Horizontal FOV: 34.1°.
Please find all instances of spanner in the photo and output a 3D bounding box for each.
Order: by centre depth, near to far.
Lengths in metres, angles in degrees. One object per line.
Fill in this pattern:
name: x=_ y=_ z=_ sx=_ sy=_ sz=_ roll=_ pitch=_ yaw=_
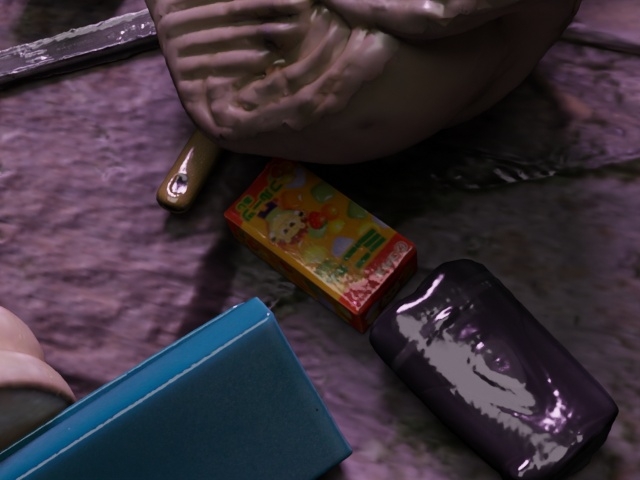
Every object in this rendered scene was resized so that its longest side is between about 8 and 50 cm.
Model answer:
spanner: x=-0.224 y=-0.141 z=0.806 sx=0.326 sy=0.026 sz=0.093 roll=-16 pitch=62 yaw=-3

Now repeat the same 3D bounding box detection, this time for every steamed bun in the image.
steamed bun: x=0.037 y=-0.219 z=0.686 sx=0.310 sy=0.219 sz=0.324 roll=-33 pitch=72 yaw=33

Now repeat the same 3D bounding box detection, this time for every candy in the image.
candy: x=0.000 y=0.000 z=0.700 sx=0.122 sy=0.038 sz=0.062 roll=36 pitch=73 yaw=21

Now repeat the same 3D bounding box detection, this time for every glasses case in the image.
glasses case: x=-0.138 y=0.154 z=0.605 sx=0.301 sy=0.117 sz=0.070 roll=-31 pitch=28 yaw=-8

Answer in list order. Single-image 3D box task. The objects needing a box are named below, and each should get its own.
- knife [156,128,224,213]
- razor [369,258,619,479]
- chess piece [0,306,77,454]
knife: x=-0.035 y=-0.138 z=0.785 sx=0.047 sy=0.017 sz=0.297 roll=21 pitch=64 yaw=14
razor: x=0.106 y=0.083 z=0.638 sx=0.090 sy=0.054 sz=0.148 roll=-39 pitch=67 yaw=-12
chess piece: x=-0.291 y=0.039 z=0.667 sx=0.167 sy=0.167 sz=0.299 roll=-33 pitch=58 yaw=-9
